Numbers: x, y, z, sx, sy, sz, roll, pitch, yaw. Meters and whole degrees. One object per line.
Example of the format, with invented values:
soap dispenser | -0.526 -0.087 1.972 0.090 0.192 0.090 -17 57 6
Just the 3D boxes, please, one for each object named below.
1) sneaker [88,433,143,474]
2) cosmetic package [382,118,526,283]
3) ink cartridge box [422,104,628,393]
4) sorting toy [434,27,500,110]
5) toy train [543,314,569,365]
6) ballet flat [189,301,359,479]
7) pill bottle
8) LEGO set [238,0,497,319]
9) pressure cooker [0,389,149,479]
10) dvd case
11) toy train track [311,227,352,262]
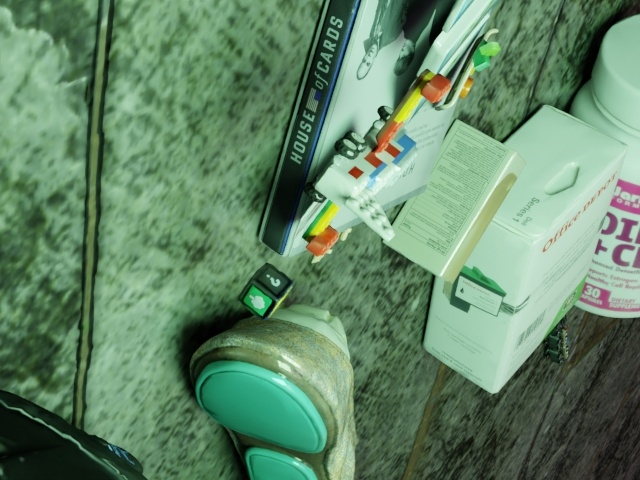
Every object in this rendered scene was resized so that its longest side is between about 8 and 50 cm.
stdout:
sneaker | -0.174 0.216 0.678 0.090 0.081 0.232 16 104 -58
cosmetic package | 0.106 -0.030 0.944 0.115 0.060 0.041 -58 156 3
ink cartridge box | 0.184 0.009 1.097 0.160 0.092 0.219 -41 151 -33
sorting toy | 0.098 -0.110 0.779 0.062 0.012 0.083 -59 -178 4
toy train | 0.308 0.124 1.560 0.036 0.027 0.158 -62 158 -18
ballet flat | -0.022 0.107 0.845 0.316 0.107 0.106 86 22 -61
pill bottle | 0.310 -0.069 1.165 0.160 0.160 0.283 -42 151 -32
LEGO set | 0.048 -0.056 0.667 0.244 0.060 0.182 -51 176 -17
pressure cooker | -0.168 0.286 0.399 0.420 0.370 0.375 91 4 -53
dvd case | 0.050 -0.116 0.771 0.179 0.029 0.238 -25 141 -51
toy train track | 0.000 0.000 0.833 0.083 0.014 0.048 -14 131 -57
